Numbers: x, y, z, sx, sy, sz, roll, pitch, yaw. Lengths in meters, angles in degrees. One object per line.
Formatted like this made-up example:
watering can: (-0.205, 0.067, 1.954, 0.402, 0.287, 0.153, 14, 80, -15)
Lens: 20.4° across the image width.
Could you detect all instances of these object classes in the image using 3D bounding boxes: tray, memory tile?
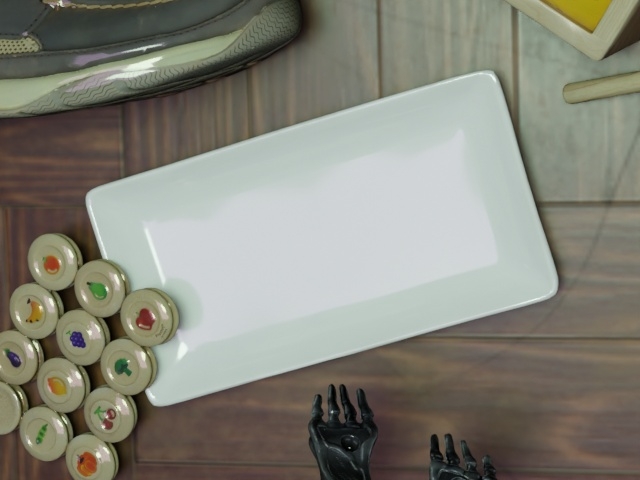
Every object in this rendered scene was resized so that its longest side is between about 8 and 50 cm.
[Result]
tray: (0.000, 0.000, 1.097, 0.270, 0.030, 0.145, -16, 92, 13)
memory tile: (-0.158, 0.077, 1.128, 0.113, 0.012, 0.148, 30, 112, 17)

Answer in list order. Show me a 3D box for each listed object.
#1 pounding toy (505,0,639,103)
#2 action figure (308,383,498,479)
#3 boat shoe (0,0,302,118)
pounding toy: (0.165, -0.146, 0.991, 0.206, 0.094, 0.181, 36, 118, 14)
action figure: (0.024, 0.218, 1.068, 0.164, 0.141, 0.275, 18, 126, 1)
boat shoe: (-0.190, -0.137, 1.069, 0.355, 0.132, 0.130, -8, 95, 12)
